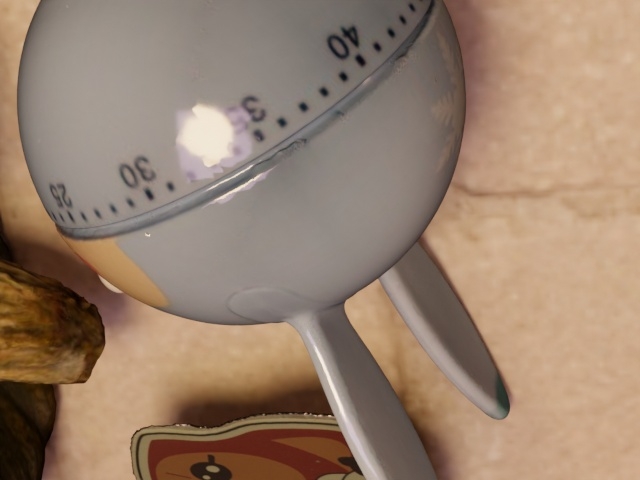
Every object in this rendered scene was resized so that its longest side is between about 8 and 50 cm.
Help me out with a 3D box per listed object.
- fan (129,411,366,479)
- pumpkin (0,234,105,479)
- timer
[{"bbox_3d":[-0.048,0.119,0.715,0.220,0.009,0.132,-12,135,29],"label":"fan"},{"bbox_3d":[-0.201,0.028,0.660,0.221,0.139,0.317,3,113,16],"label":"pumpkin"},{"bbox_3d":[-0.021,-0.007,0.595,0.175,0.175,0.255,-1,122,13],"label":"timer"}]
